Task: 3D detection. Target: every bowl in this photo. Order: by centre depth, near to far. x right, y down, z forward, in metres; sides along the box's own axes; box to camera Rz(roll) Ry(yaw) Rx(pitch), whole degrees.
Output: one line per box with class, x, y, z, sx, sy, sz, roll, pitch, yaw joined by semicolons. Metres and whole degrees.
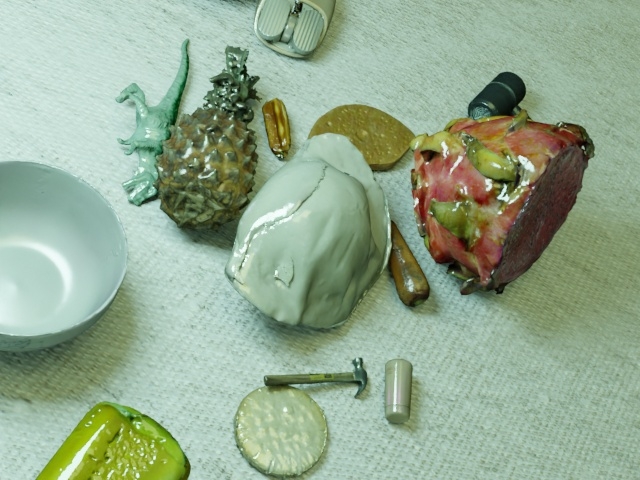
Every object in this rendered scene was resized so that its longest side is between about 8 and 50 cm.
bowl;-0.428;0.039;1.469;0.287;0.144;0.287;10;56;-15

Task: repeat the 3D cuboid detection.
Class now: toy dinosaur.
toy dinosaur;-0.290;-0.241;1.735;0.129;0.076;0.383;37;52;-38

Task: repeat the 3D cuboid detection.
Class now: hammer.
hammer;-0.005;0.216;1.595;0.182;0.017;0.062;1;62;-30

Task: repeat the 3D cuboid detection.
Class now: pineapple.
pineapple;-0.170;-0.174;1.716;0.175;0.175;0.361;21;41;-8

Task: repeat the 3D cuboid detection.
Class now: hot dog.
hot dog;-0.075;-0.199;1.828;0.037;0.049;0.122;26;48;-53

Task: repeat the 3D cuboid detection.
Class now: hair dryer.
hair dryer;0.397;-0.222;2.027;0.219;0.071;0.124;45;55;-2

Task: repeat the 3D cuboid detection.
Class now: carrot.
carrot;0.139;0.040;1.760;0.055;0.055;0.161;-5;54;-24

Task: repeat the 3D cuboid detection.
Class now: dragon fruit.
dragon fruit;0.265;-0.096;1.747;0.263;0.296;0.314;32;41;26

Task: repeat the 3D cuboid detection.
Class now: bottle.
bottle;0.122;0.238;1.629;0.045;0.045;0.096;14;56;-13

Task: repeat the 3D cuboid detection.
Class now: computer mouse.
computer mouse;-0.045;-0.453;1.976;0.145;0.082;0.236;23;53;-8

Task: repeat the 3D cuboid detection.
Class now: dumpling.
dumpling;-0.001;0.002;1.654;0.260;0.181;0.341;47;27;-19

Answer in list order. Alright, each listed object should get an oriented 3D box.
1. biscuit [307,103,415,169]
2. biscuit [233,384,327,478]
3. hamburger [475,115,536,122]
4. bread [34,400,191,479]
biscuit;0.071;-0.187;1.886;0.220;0.029;0.142;-11;65;-27
biscuit;-0.059;0.282;1.542;0.152;0.020;0.152;11;56;-16
hamburger;0.334;-0.181;1.918;0.138;0.147;0.083;2;77;-14
bread;-0.322;0.382;1.314;0.166;0.112;0.383;37;53;-1
